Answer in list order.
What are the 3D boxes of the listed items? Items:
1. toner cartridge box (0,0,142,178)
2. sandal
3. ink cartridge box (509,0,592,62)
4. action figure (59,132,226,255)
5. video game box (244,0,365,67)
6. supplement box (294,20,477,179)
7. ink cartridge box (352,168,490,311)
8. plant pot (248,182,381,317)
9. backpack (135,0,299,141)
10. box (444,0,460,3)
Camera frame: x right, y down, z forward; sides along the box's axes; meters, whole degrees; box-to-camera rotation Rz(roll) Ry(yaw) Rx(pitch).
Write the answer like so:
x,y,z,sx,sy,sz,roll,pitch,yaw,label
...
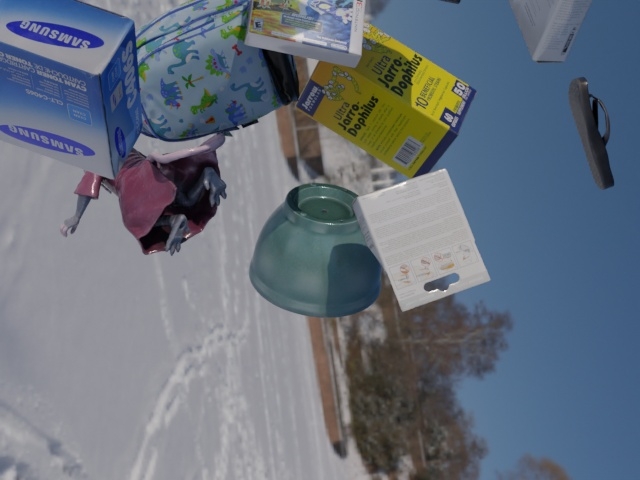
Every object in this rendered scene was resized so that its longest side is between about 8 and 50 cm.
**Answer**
x,y,z,sx,sy,sz,roll,pitch,yaw,label
-0.348,-0.184,0.782,0.165,0.348,0.075,105,5,-61,toner cartridge box
0.575,-0.230,1.728,0.097,0.055,0.254,-96,163,-65,sandal
0.258,-0.352,0.908,0.224,0.045,0.223,100,-15,-54,ink cartridge box
-0.386,-0.125,1.676,0.370,0.248,0.275,31,-51,32,action figure
-0.022,-0.415,1.463,0.048,0.205,0.187,125,-28,-64,video game box
0.156,-0.336,1.964,0.195,0.357,0.194,-56,-176,48,supplement box
0.187,0.000,1.556,0.066,0.189,0.232,132,-61,-77,ink cartridge box
0.000,0.000,1.766,0.293,0.293,0.196,-99,-165,-57,plant pot
-0.236,-0.341,1.650,0.273,0.356,0.290,-94,173,-50,backpack
0.166,-0.657,1.610,0.182,0.297,0.294,-90,-167,-52,box
